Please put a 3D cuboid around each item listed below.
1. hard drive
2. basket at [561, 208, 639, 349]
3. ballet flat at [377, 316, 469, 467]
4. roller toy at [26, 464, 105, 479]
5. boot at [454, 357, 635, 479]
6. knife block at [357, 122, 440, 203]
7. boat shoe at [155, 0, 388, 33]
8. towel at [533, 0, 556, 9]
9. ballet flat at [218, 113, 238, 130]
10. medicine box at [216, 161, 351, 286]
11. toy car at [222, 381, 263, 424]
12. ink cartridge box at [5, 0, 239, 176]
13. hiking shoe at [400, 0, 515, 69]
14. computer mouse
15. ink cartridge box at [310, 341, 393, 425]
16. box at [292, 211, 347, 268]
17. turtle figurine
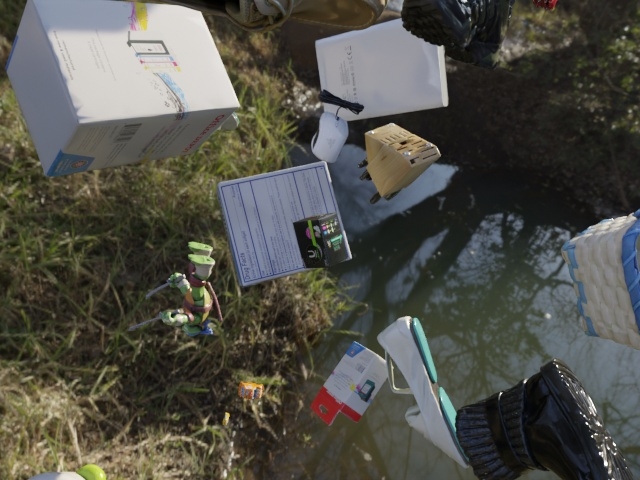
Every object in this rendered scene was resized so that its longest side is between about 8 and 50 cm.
[{"bbox_3d":[0.136,-0.395,1.202,0.308,0.203,0.040,0,15,34],"label":"hard drive"},{"bbox_3d":[0.553,0.057,0.802,0.201,0.254,0.289,-23,12,-24],"label":"basket"},{"bbox_3d":[0.258,0.393,1.319,0.139,0.139,0.400,-20,86,-39],"label":"ballet flat"},{"bbox_3d":[-0.559,0.592,1.077,0.191,0.146,0.209,-14,64,5],"label":"roller toy"},{"bbox_3d":[0.404,0.414,0.948,0.131,0.260,0.348,37,27,-23],"label":"boot"},{"bbox_3d":[0.195,-0.165,1.335,0.088,0.242,0.275,-24,37,-17],"label":"knife block"},{"bbox_3d":[-0.069,-0.268,0.546,0.302,0.109,0.098,8,75,-21],"label":"boat shoe"},{"bbox_3d":[0.348,-0.412,0.618,0.031,0.199,0.275,40,12,11],"label":"towel"},{"bbox_3d":[-0.305,-0.331,1.409,0.068,0.072,0.213,-38,42,-25],"label":"ballet flat"},{"bbox_3d":[-0.099,-0.038,1.340,0.289,0.149,0.263,-14,86,-11],"label":"medicine box"},{"bbox_3d":[-0.180,0.386,1.197,0.060,0.122,0.040,26,2,-3],"label":"toy car"},{"bbox_3d":[-0.272,-0.212,0.719,0.233,0.171,0.168,-19,86,-43],"label":"ink cartridge box"},{"bbox_3d":[0.178,-0.296,0.640,0.086,0.114,0.227,28,17,30],"label":"hiking shoe"},{"bbox_3d":[0.033,-0.246,1.099,0.106,0.042,0.193,23,55,-15],"label":"computer mouse"},{"bbox_3d":[0.086,0.419,1.467,0.078,0.231,0.134,41,-11,-24],"label":"ink cartridge box"},{"bbox_3d":[0.000,0.000,0.870,0.062,0.083,0.052,-6,12,42],"label":"box"},{"bbox_3d":[-0.408,0.142,1.455,0.275,0.266,0.198,23,18,11],"label":"turtle figurine"}]
